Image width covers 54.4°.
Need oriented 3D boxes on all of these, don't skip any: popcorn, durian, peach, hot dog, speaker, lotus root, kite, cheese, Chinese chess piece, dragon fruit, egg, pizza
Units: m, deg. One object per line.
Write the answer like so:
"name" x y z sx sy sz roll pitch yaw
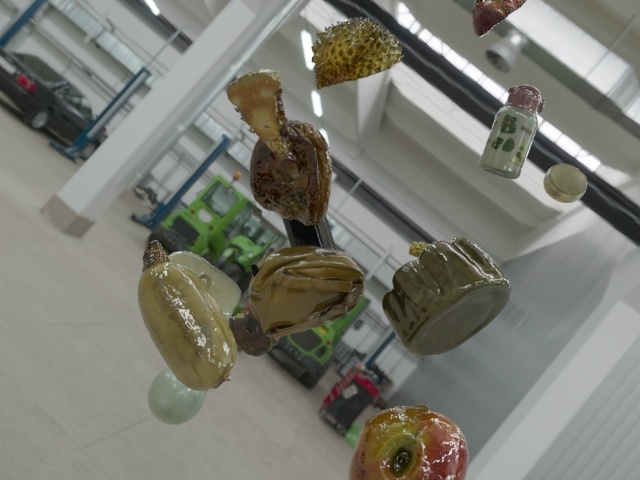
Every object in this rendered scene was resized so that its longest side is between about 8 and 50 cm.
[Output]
"popcorn" 0.336 0.032 2.096 0.083 0.057 0.082 13 2 37
"durian" 0.090 -0.470 1.504 0.183 0.249 0.138 5 -61 45
"peach" 0.226 0.601 1.622 0.289 0.373 0.372 15 -15 25
"hot dog" -0.084 -0.198 1.973 0.267 0.174 0.388 15 -41 10
"speaker" 0.000 0.000 2.348 0.180 0.184 0.388 9 60 -65
"lotus root" -0.296 0.158 1.314 0.343 0.151 0.169 58 3 7
"kite" -0.189 -0.081 1.989 0.078 0.002 0.044 46 -37 -4
"cheese" -0.414 0.159 1.912 0.251 0.174 0.248 -21 -58 42
"Chinese chess piece" 0.712 -0.167 1.815 0.122 0.122 0.051 40 -28 13
"dragon fruit" 0.475 -0.642 1.718 0.096 0.102 0.147 59 -29 -4
"egg" -0.391 0.422 1.686 0.151 0.151 0.209 40 -39 4
"pizza" -0.113 -0.288 1.396 0.154 0.069 0.194 -7 -62 34

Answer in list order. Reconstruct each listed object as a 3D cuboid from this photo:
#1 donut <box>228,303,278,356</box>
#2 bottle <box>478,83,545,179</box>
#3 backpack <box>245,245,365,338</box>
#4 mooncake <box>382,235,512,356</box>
"donut" -0.241 0.335 2.419 0.216 0.230 0.096 47 26 19
"bottle" 0.534 -0.304 1.718 0.120 0.253 0.120 20 5 -2
"backpack" -0.049 0.156 2.006 0.378 0.353 0.201 0 47 -22
"mooncake" 0.360 0.168 1.838 0.201 0.378 0.378 58 7 34
